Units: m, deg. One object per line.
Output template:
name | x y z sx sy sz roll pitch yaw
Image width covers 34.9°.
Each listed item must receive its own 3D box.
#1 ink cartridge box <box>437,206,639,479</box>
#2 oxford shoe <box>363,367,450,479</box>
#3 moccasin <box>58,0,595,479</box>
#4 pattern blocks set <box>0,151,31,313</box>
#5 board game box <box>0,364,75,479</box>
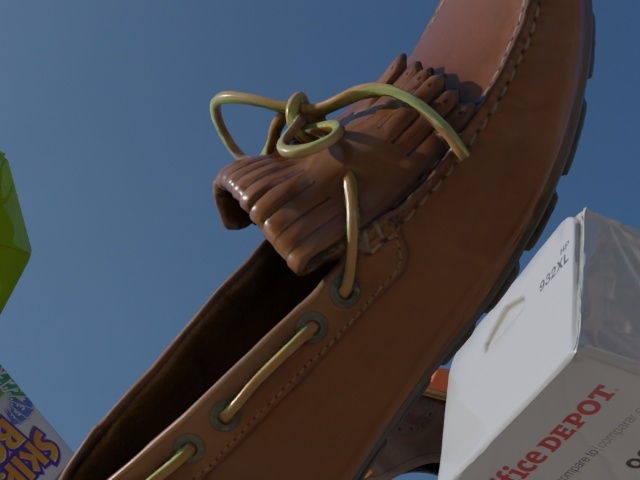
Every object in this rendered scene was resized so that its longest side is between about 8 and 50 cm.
ink cartridge box | 0.268 0.137 0.736 0.307 0.129 0.223 20 -42 -6
oxford shoe | 0.036 0.197 1.101 0.364 0.132 0.130 10 -21 -8
moccasin | -0.001 -0.001 0.495 0.147 0.139 0.380 34 -88 -19
pattern blocks set | -0.194 0.031 0.326 0.026 0.285 0.324 -4 -79 24
board game box | -0.367 0.225 1.156 0.039 0.259 0.124 -47 -11 31
